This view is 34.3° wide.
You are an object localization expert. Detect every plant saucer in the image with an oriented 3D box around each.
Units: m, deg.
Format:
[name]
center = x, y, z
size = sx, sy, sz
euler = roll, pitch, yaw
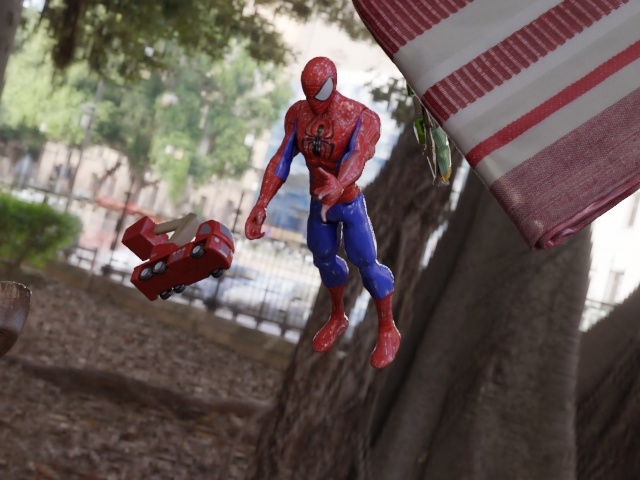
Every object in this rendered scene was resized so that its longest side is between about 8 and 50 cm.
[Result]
[plant saucer]
center = -0.355, 0.103, 0.957
size = 0.198, 0.036, 0.198
euler = -26, -14, -7

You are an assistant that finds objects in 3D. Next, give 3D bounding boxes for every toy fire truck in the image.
[toy fire truck]
center = -0.184, 0.008, 1.332
size = 0.192, 0.135, 0.047
euler = -23, -54, 29

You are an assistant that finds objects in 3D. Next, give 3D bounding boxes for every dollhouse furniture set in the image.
[dollhouse furniture set]
center = 0.128, -0.127, 1.050
size = 0.058, 0.076, 0.152
euler = -10, 42, -1

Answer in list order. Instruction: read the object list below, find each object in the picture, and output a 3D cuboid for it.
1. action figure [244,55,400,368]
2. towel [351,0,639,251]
[action figure]
center = 0.000, 0.000, 0.806
size = 0.091, 0.281, 0.139
euler = 11, 38, 25
[towel]
center = 0.179, -0.171, 0.813
size = 0.329, 0.237, 0.037
euler = 59, 3, 33
